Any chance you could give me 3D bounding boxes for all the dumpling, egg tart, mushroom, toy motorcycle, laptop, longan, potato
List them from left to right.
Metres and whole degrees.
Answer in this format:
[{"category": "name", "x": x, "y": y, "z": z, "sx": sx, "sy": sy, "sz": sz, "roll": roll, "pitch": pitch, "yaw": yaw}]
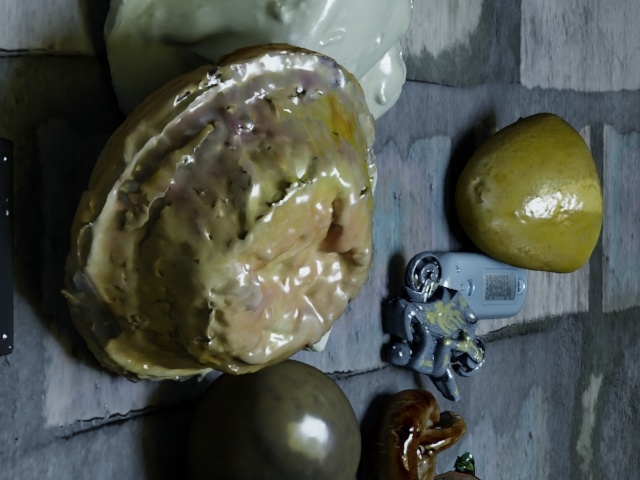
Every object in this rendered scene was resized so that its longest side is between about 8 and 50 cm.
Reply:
[{"category": "laptop", "x": -0.285, "y": 0.009, "z": 1.355, "sx": 0.129, "sy": 0.016, "sz": 0.180, "roll": -7, "pitch": 99, "yaw": -59}, {"category": "egg tart", "x": -0.063, "y": 0.000, "z": 1.490, "sx": 0.352, "sy": 0.150, "sz": 0.352, "roll": -31, "pitch": 142, "yaw": -28}, {"category": "dumpling", "x": -0.063, "y": -0.212, "z": 1.589, "sx": 0.315, "sy": 0.233, "sz": 0.395, "roll": -42, "pitch": 141, "yaw": -8}, {"category": "longan", "x": -0.046, "y": 0.192, "z": 1.628, "sx": 0.187, "sy": 0.167, "sz": 0.167, "roll": 67, "pitch": 38, "yaw": -47}, {"category": "mushroom", "x": 0.109, "y": 0.233, "z": 1.988, "sx": 0.171, "sy": 0.080, "sz": 0.135, "roll": -24, "pitch": 122, "yaw": -55}, {"category": "toy motorcycle", "x": 0.128, "y": 0.112, "z": 2.016, "sx": 0.124, "sy": 0.061, "sz": 0.193, "roll": -45, "pitch": 126, "yaw": -22}, {"category": "potato", "x": 0.238, "y": -0.054, "z": 2.130, "sx": 0.158, "sy": 0.178, "sz": 0.203, "roll": -5, "pitch": 102, "yaw": -35}]

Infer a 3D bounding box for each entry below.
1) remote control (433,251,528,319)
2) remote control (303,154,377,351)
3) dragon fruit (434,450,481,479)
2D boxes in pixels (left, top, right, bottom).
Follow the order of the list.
[{"category": "remote control", "x": 0.196, "y": 0.057, "z": 2.156, "sx": 0.244, "sy": 0.047, "sz": 0.087, "roll": 1, "pitch": 95, "yaw": -58}, {"category": "remote control", "x": 0.001, "y": 0.000, "z": 1.811, "sx": 0.090, "sy": 0.049, "sz": 0.230, "roll": 53, "pitch": 48, "yaw": -49}, {"category": "dragon fruit", "x": 0.146, "y": 0.354, "z": 2.045, "sx": 0.142, "sy": 0.138, "sz": 0.175, "roll": -29, "pitch": 141, "yaw": -31}]
